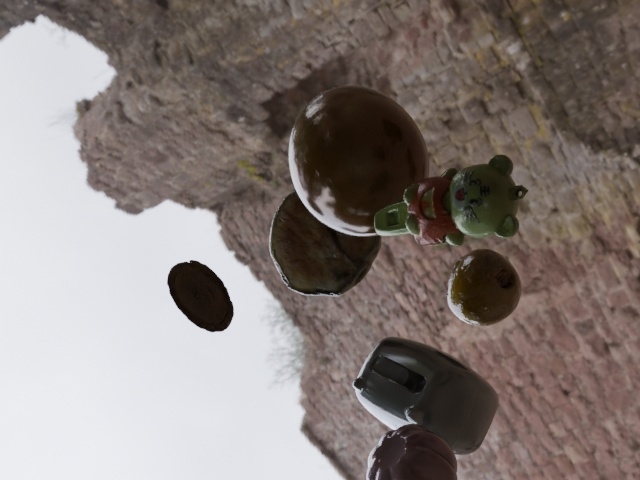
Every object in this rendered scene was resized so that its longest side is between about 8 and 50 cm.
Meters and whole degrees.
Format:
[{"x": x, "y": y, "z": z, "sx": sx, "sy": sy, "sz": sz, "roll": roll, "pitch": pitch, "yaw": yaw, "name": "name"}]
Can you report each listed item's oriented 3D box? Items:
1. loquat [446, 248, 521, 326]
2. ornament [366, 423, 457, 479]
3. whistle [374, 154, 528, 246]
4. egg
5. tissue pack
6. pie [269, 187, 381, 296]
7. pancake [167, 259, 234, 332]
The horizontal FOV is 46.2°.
[{"x": 0.444, "y": 0.135, "z": 2.048, "sx": 0.213, "sy": 0.213, "sz": 0.213, "roll": 47, "pitch": -153, "yaw": -33, "name": "loquat"}, {"x": 0.182, "y": 0.453, "z": 1.453, "sx": 0.177, "sy": 0.177, "sz": 0.177, "roll": 47, "pitch": -153, "yaw": -33, "name": "ornament"}, {"x": 0.203, "y": -0.052, "z": 1.215, "sx": 0.106, "sy": 0.288, "sz": 0.131, "roll": 8, "pitch": -105, "yaw": -49, "name": "whistle"}, {"x": 0.075, "y": -0.168, "z": 1.545, "sx": 0.282, "sy": 0.283, "sz": 0.351, "roll": 37, "pitch": -153, "yaw": -47, "name": "egg"}, {"x": 0.247, "y": 0.375, "z": 1.860, "sx": 0.236, "sy": 0.229, "sz": 0.333, "roll": 33, "pitch": 171, "yaw": -37, "name": "tissue pack"}, {"x": 0.000, "y": 0.000, "z": 2.115, "sx": 0.337, "sy": 0.337, "sz": 0.075, "roll": 64, "pitch": -172, "yaw": 2, "name": "pie"}, {"x": -0.279, "y": 0.129, "z": 1.767, "sx": 0.199, "sy": 0.021, "sz": 0.199, "roll": 36, "pitch": -145, "yaw": -31, "name": "pancake"}]
